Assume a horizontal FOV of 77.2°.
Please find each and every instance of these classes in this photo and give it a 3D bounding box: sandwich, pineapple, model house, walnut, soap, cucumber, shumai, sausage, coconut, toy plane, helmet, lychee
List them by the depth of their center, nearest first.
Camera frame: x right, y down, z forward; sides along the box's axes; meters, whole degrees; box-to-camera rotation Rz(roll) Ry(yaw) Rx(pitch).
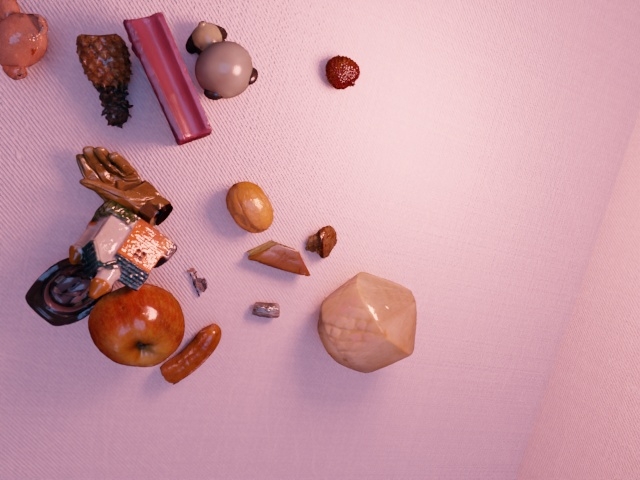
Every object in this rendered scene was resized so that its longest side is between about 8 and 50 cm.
[{"bbox_3d":[-0.669,-0.496,1.269,0.157,0.158,0.279,-7,107,-16],"label":"pineapple"},{"bbox_3d":[-0.660,0.066,1.281,0.271,0.190,0.301,44,43,-28],"label":"model house"},{"bbox_3d":[-0.479,-0.494,1.281,0.128,0.233,0.360,-24,107,-13],"label":"soap"},{"bbox_3d":[-0.821,0.150,1.353,0.253,0.154,0.198,-31,112,8],"label":"helmet"},{"bbox_3d":[-0.256,-0.119,1.467,0.159,0.159,0.207,-36,108,-7],"label":"walnut"},{"bbox_3d":[0.079,-0.622,1.487,0.129,0.123,0.123,32,91,-21],"label":"lychee"},{"bbox_3d":[-0.465,0.156,1.526,0.049,0.031,0.121,-19,109,-4],"label":"toy plane"},{"bbox_3d":[-0.486,0.433,1.540,0.270,0.109,0.109,-45,110,-4],"label":"sausage"},{"bbox_3d":[-0.153,0.061,1.569,0.257,0.094,0.096,19,96,-19],"label":"sandwich"},{"bbox_3d":[0.205,0.325,1.605,0.414,0.345,0.416,-3,127,-4],"label":"coconut"},{"bbox_3d":[-0.220,0.279,1.610,0.111,0.064,0.064,6,99,-17],"label":"cucumber"},{"bbox_3d":[0.007,-0.003,1.614,0.105,0.139,0.123,33,58,9],"label":"shumai"}]

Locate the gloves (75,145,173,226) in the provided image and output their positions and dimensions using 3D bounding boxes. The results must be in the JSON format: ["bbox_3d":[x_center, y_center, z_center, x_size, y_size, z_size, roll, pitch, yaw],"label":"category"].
[{"bbox_3d":[-0.657,-0.176,1.337,0.331,0.141,0.154,38,77,-12],"label":"gloves"}]

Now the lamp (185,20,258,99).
[{"bbox_3d":[-0.337,-0.597,1.342,0.197,0.198,0.244,-29,85,-10],"label":"lamp"}]

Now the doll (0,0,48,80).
[{"bbox_3d":[-0.929,-0.624,1.184,0.303,0.156,0.201,39,97,8],"label":"doll"}]

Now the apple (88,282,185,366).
[{"bbox_3d":[-0.607,0.296,1.361,0.277,0.250,0.309,-45,153,24],"label":"apple"}]
